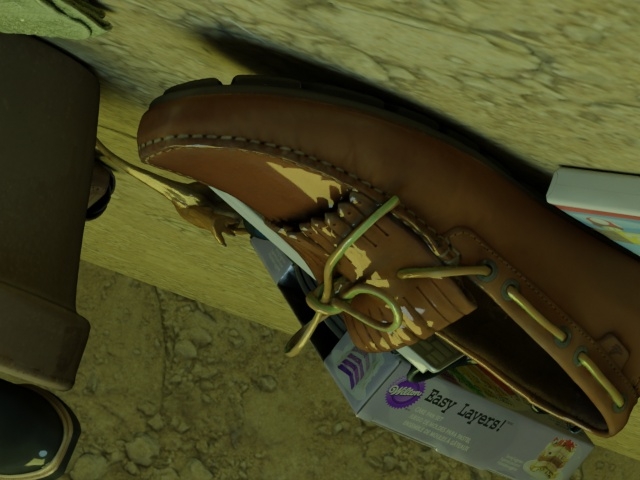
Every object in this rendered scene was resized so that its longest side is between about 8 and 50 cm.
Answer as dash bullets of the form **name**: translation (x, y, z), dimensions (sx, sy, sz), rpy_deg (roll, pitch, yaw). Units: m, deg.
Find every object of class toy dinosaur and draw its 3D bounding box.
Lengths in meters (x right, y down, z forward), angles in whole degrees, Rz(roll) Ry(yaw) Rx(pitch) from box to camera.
- **toy dinosaur**: translation (-0.113, -0.035, 1.403), dimensions (0.211, 0.064, 0.112), rpy_deg (26, 172, -37)

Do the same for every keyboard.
- **keyboard**: translation (0.000, 0.000, 1.099), dimensions (0.256, 0.014, 0.072), rpy_deg (41, -146, 15)

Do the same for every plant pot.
- **plant pot**: translation (-0.265, -0.038, 1.138), dimensions (0.263, 0.229, 0.263), rpy_deg (20, 173, 3)

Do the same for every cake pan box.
- **cake pan box**: translation (0.082, 0.086, 1.349), dimensions (0.267, 0.070, 0.246), rpy_deg (26, -162, -37)

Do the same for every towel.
- **towel**: translation (-0.206, -0.152, 0.942), dimensions (0.148, 0.027, 0.110), rpy_deg (14, 170, 40)

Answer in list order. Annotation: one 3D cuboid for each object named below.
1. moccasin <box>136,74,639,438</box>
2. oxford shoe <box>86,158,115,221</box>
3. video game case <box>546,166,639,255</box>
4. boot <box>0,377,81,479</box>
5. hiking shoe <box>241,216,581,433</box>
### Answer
- **moccasin**: translation (0.054, 0.017, 0.967), dimensions (0.380, 0.147, 0.139), rpy_deg (29, 163, -31)
- **oxford shoe**: translation (-0.270, -0.044, 1.651), dimensions (0.098, 0.097, 0.271), rpy_deg (15, 173, -8)
- **video game case**: translation (0.295, 0.028, 0.931), dimensions (0.285, 0.025, 0.204), rpy_deg (26, 170, -39)
- **boot**: translation (-0.282, 0.114, 1.146), dimensions (0.198, 0.077, 0.137), rpy_deg (12, 164, 39)
- **hiking shoe**: translation (0.064, 0.033, 1.157), dimensions (0.304, 0.132, 0.113), rpy_deg (17, 172, 24)
